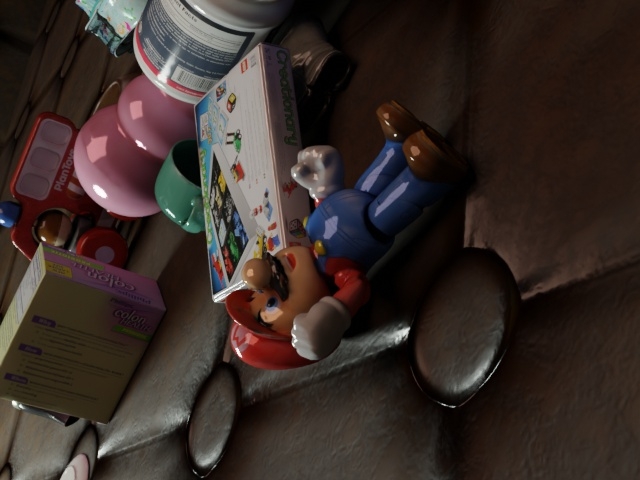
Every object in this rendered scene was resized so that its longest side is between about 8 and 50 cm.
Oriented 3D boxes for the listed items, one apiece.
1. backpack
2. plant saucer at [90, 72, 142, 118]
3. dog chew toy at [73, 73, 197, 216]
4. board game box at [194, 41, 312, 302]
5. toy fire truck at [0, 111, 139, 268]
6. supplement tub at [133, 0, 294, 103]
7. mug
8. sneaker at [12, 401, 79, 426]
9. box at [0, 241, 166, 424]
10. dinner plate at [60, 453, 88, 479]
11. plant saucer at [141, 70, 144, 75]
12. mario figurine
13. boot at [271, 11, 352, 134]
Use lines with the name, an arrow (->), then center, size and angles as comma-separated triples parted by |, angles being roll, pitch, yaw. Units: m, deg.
backpack -> -0.399, -0.542, 2.027 | 0.225, 0.191, 0.253 | -50, 18, -24
plant saucer -> -0.505, -0.263, 2.209 | 0.310, 0.050, 0.310 | -42, 37, 42
dog chew toy -> -0.275, -0.193, 1.599 | 0.332, 0.206, 0.206 | -44, 35, 26
board game box -> -0.095, -0.087, 1.263 | 0.193, 0.053, 0.305 | -29, 62, 50
toy fire truck -> -0.486, -0.074, 1.816 | 0.302, 0.254, 0.169 | -64, 28, 8
supplement tub -> -0.153, -0.348, 1.379 | 0.272, 0.191, 0.191 | -47, 34, 50
mug -> -0.192, -0.072, 1.405 | 0.158, 0.129, 0.097 | -35, -18, -54
sneaker -> -0.469, 0.261, 1.758 | 0.222, 0.118, 0.083 | -57, -9, -49
box -> -0.415, 0.159, 1.568 | 0.243, 0.213, 0.117 | -61, 29, 15
dinner plate -> -0.443, 0.444, 1.633 | 0.141, 0.017, 0.141 | -41, 39, 44
plant saucer -> -0.318, -0.381, 1.968 | 0.241, 0.037, 0.241 | -40, 39, 43
mario figurine -> 0.000, 0.000, 0.980 | 0.320, 0.170, 0.198 | -53, -4, 13
boot -> -0.056, -0.197, 1.327 | 0.246, 0.083, 0.161 | -54, 34, 26
